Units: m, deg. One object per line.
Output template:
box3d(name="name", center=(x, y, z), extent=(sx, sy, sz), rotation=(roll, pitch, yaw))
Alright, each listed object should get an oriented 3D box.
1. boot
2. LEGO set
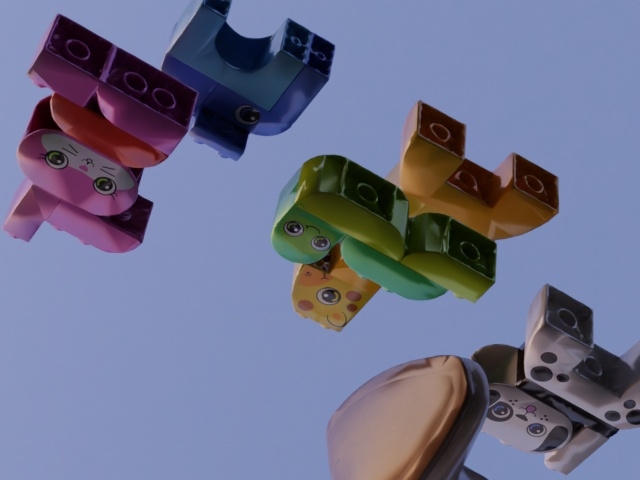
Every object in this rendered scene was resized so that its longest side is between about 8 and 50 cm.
box3d(name="boot", center=(0.038, 0.077, 0.501), extent=(0.087, 0.118, 0.042), rotation=(21, -133, -27))
box3d(name="LEGO set", center=(0.000, 0.000, 0.583), extent=(0.227, 0.087, 0.093), rotation=(29, -51, -16))
